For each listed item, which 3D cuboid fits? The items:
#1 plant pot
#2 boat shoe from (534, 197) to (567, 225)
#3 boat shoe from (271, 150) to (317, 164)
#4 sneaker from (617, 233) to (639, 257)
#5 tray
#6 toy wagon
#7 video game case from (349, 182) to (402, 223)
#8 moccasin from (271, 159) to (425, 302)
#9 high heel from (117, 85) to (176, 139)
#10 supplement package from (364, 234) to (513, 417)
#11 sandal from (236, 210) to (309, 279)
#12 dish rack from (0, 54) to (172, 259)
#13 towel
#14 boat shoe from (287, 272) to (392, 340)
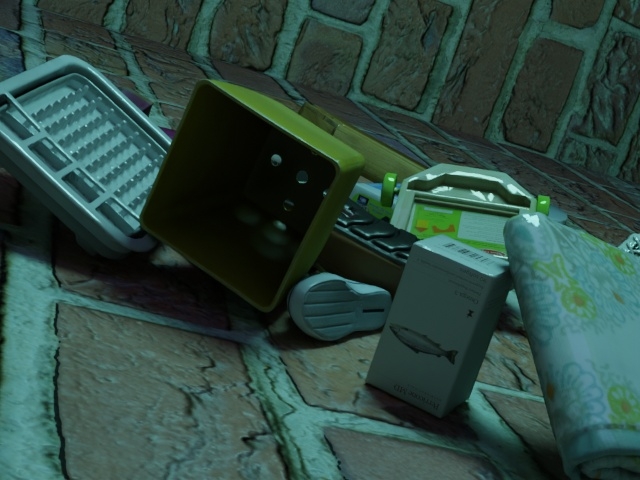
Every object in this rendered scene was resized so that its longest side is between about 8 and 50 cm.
[{"bbox_3d":[-0.064,-0.069,1.403,0.212,0.212,0.187,33,22,16],"label":"plant pot"},{"bbox_3d":[0.408,-0.039,2.303,0.113,0.104,0.306,8,11,-22],"label":"boat shoe"},{"bbox_3d":[-0.057,-0.148,2.155,0.095,0.084,0.258,36,13,16],"label":"boat shoe"},{"bbox_3d":[0.443,0.035,1.615,0.094,0.091,0.258,41,33,19],"label":"sneaker"},{"bbox_3d":[0.151,-0.141,2.238,0.411,0.076,0.203,27,9,-27],"label":"tray"},{"bbox_3d":[0.209,0.008,1.717,0.267,0.068,0.344,9,45,9],"label":"toy wagon"},{"bbox_3d":[0.211,-0.031,1.950,0.244,0.061,0.269,28,17,28],"label":"video game case"},{"bbox_3d":[0.002,-0.001,1.607,0.380,0.147,0.139,29,30,20],"label":"moccasin"},{"bbox_3d":[-0.245,-0.116,1.845,0.377,0.127,0.181,26,44,13],"label":"high heel"},{"bbox_3d":[0.142,0.097,1.294,0.105,0.179,0.105,23,15,21],"label":"supplement package"},{"bbox_3d":[-0.126,-0.009,1.539,0.120,0.086,0.303,6,19,-41],"label":"sandal"},{"bbox_3d":[-0.308,-0.107,1.486,0.285,0.072,0.333,43,23,-5],"label":"dish rack"},{"bbox_3d":[0.376,0.154,1.256,0.374,0.090,0.320,21,39,-31],"label":"towel"},{"bbox_3d":[0.008,0.084,1.417,0.076,0.083,0.226,14,-2,31],"label":"boat shoe"}]
